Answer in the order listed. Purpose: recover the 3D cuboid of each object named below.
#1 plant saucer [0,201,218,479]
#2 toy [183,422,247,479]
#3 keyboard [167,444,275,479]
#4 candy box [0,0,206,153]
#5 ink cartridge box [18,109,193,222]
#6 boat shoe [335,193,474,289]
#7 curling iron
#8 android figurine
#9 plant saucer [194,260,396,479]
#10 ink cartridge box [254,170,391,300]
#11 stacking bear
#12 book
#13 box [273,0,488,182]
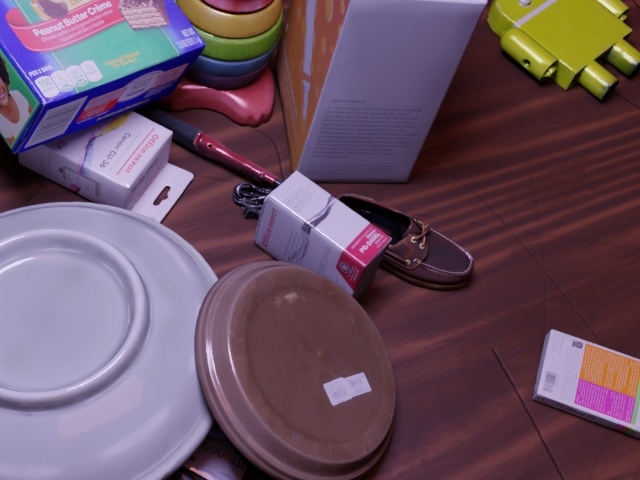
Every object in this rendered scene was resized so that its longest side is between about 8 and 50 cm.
[{"bbox_3d":[-0.290,0.099,1.159,0.400,0.101,0.401,2,55,-3],"label":"plant saucer"},{"bbox_3d":[-0.104,0.150,1.235,0.136,0.056,0.237,26,54,5],"label":"toy"},{"bbox_3d":[-0.096,0.311,1.123,0.317,0.033,0.201,42,66,13],"label":"keyboard"},{"bbox_3d":[-0.339,-0.297,1.306,0.317,0.122,0.268,53,45,5],"label":"candy box"},{"bbox_3d":[-0.267,-0.110,1.363,0.198,0.067,0.115,27,53,4],"label":"ink cartridge box"},{"bbox_3d":[0.104,0.000,1.385,0.206,0.073,0.073,19,52,-3],"label":"boat shoe"},{"bbox_3d":[-0.158,-0.118,1.418,0.274,0.035,0.068,36,55,11],"label":"curling iron"},{"bbox_3d":[0.380,-0.341,1.705,0.248,0.056,0.273,-35,72,-31],"label":"android figurine"},{"bbox_3d":[-0.015,0.141,1.208,0.277,0.041,0.278,24,48,-30],"label":"plant saucer"},{"bbox_3d":[0.000,0.000,1.332,0.150,0.109,0.063,37,56,11],"label":"ink cartridge box"},{"bbox_3d":[-0.119,-0.313,1.405,0.175,0.289,0.164,11,54,-7],"label":"stacking bear"},{"bbox_3d":[0.345,0.180,1.349,0.144,0.035,0.096,21,57,0],"label":"book"},{"bbox_3d":[0.061,-0.259,1.382,0.168,0.345,0.215,0,56,-15],"label":"box"}]
